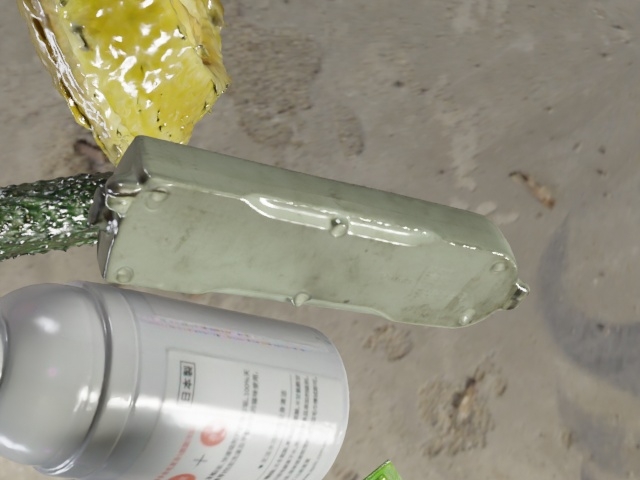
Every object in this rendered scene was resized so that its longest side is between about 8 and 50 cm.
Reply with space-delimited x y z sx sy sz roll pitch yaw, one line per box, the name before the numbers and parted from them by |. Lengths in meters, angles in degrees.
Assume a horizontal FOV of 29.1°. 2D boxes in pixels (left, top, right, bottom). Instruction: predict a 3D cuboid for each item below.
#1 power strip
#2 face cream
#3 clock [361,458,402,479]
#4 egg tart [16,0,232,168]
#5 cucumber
power strip | 0.001 0.002 0.737 0.285 0.048 0.080 11 129 -24
face cream | -0.161 0.100 0.892 0.145 0.369 0.145 -22 61 45
clock | 0.022 0.363 1.165 0.235 0.166 0.310 -37 131 -17
egg tart | -0.176 -0.216 1.156 0.132 0.345 0.345 -18 94 10
cucumber | -0.341 -0.024 1.465 0.096 0.359 0.096 31 127 53
